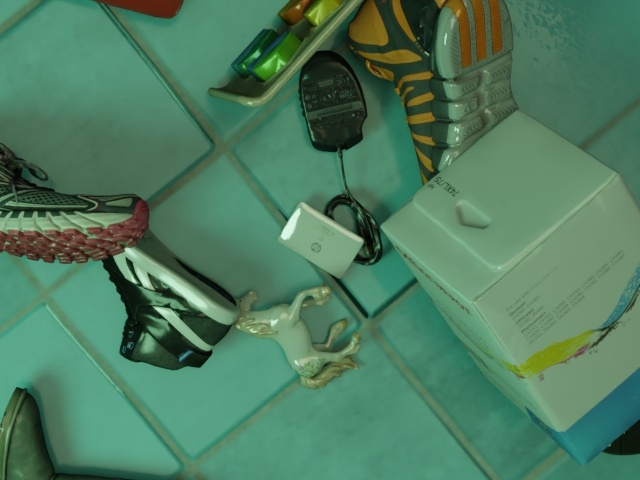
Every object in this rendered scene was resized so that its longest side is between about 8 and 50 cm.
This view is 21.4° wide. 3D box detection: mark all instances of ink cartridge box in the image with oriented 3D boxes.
[{"bbox_3d":[0.236,0.046,1.744,0.197,0.198,0.270,-40,125,-5],"label":"ink cartridge box"}]

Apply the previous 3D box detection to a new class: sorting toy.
[{"bbox_3d":[-0.026,-0.219,1.766,0.208,0.193,0.038,-43,106,-5],"label":"sorting toy"}]

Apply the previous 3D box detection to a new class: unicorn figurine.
[{"bbox_3d":[-0.029,0.093,1.835,0.111,0.060,0.162,-32,94,-6],"label":"unicorn figurine"}]

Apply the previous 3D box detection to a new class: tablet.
[{"bbox_3d":[0.000,0.000,1.853,0.083,0.006,0.054,32,107,0],"label":"tablet"}]

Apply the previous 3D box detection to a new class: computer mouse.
[{"bbox_3d":[0.026,-0.090,1.856,0.071,0.041,0.242,-10,99,7],"label":"computer mouse"}]

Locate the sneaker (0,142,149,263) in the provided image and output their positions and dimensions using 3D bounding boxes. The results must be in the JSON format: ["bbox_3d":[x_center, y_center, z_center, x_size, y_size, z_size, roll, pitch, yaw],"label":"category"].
[{"bbox_3d":[-0.319,-0.045,1.737,0.299,0.121,0.112,6,77,15],"label":"sneaker"}]

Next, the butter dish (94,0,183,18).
[{"bbox_3d":[-0.206,-0.337,1.789,0.160,0.118,0.160,13,130,-7],"label":"butter dish"}]

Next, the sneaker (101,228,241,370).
[{"bbox_3d":[-0.203,0.058,1.807,0.217,0.079,0.121,37,105,8],"label":"sneaker"}]

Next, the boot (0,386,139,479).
[{"bbox_3d":[-0.244,0.259,1.805,0.209,0.076,0.189,9,104,0],"label":"boot"}]

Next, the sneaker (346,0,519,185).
[{"bbox_3d":[0.124,-0.153,1.828,0.125,0.180,0.321,-23,127,-29],"label":"sneaker"}]

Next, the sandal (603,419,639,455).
[{"bbox_3d":[0.435,0.168,1.885,0.303,0.086,0.120,-5,97,8],"label":"sandal"}]
